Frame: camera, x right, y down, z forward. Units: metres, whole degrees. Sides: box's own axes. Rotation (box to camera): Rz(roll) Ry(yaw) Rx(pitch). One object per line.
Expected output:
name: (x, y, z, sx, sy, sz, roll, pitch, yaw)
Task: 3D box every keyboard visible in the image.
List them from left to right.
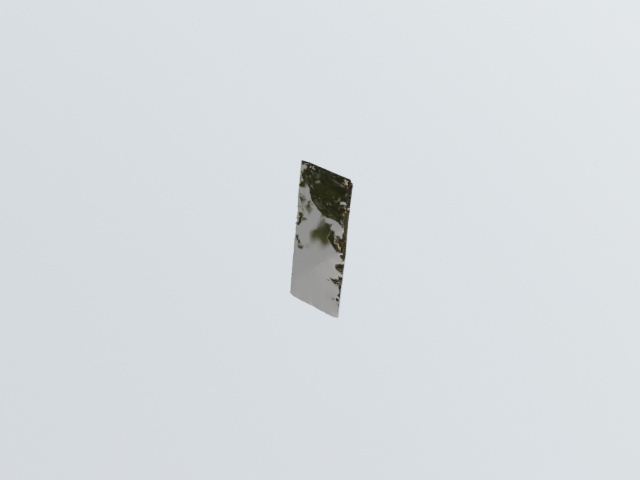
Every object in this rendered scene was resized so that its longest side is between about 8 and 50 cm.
keyboard: (0.001, -0.001, 1.654, 0.074, 0.196, 0.015, 28, -140, 30)
